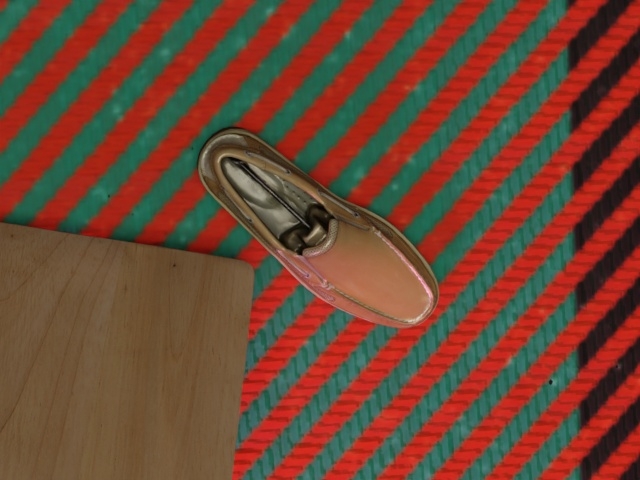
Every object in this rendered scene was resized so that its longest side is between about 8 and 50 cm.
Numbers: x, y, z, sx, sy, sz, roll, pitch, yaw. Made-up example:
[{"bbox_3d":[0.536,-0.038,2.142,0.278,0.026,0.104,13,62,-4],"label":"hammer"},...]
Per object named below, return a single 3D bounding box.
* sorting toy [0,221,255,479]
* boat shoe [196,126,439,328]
[{"bbox_3d":[-0.180,0.110,1.030,0.255,0.257,0.089,9,131,-4],"label":"sorting toy"},{"bbox_3d":[0.000,0.000,1.109,0.190,0.072,0.068,33,94,-12],"label":"boat shoe"}]
